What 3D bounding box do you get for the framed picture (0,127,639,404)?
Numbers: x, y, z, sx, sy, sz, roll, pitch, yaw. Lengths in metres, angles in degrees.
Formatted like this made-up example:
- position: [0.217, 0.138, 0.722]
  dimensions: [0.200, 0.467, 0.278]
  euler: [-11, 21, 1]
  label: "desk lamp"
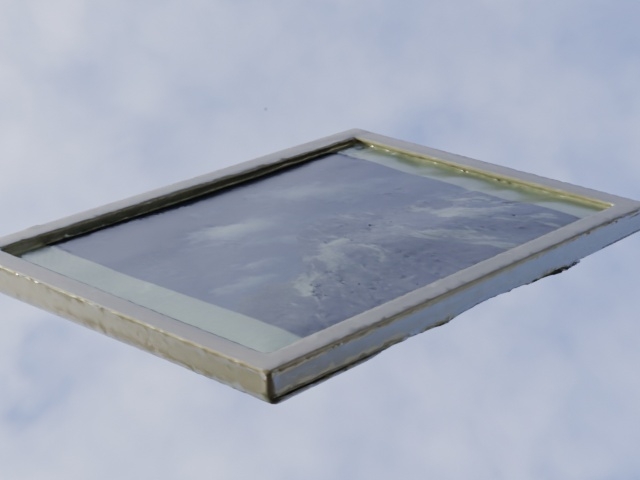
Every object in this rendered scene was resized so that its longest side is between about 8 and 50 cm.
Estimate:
- position: [0.000, 0.000, 0.770]
  dimensions: [0.209, 0.281, 0.019]
  euler: [17, -64, 38]
  label: "framed picture"
